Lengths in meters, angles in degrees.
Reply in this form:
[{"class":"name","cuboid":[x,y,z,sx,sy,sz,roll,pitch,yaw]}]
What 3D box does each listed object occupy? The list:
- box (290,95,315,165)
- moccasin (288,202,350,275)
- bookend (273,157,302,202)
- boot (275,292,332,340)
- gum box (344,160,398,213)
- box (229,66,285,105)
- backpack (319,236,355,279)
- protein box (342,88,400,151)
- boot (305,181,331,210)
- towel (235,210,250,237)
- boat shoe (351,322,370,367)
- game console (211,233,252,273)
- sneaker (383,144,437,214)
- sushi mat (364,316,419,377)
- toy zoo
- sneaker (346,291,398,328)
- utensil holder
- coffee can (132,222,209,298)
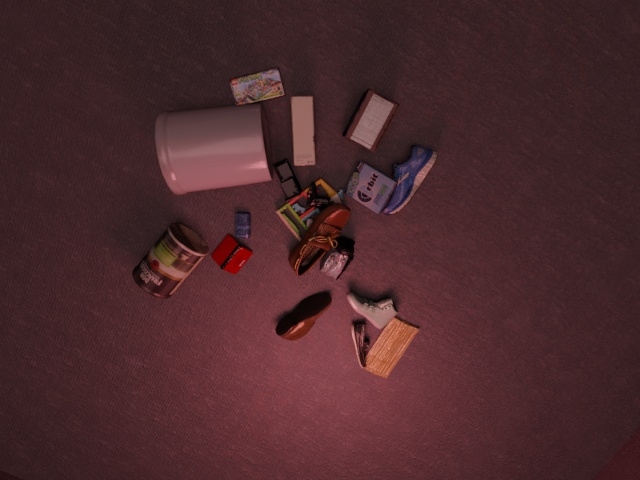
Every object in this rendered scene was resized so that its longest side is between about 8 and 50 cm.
[{"class":"box","cuboid":[-0.069,-0.452,1.752,0.094,0.113,0.274,-1,107,0]},{"class":"moccasin","cuboid":[-0.002,-0.001,1.822,0.139,0.146,0.380,30,113,-37]},{"class":"bookend","cuboid":[-0.144,-0.255,1.782,0.073,0.157,0.156,-24,105,6]},{"class":"boot","cuboid":[-0.061,0.362,1.999,0.305,0.112,0.115,-37,132,5]},{"class":"gum box","cuboid":[0.212,-0.226,1.795,0.184,0.041,0.156,36,114,21]},{"class":"box","cuboid":[-0.259,-0.629,1.742,0.207,0.036,0.113,-13,105,4]},{"class":"backpack","cuboid":[0.075,0.081,1.891,0.115,0.152,0.181,28,116,-2]},{"class":"protein box","cuboid":[0.195,-0.478,1.695,0.136,0.199,0.201,27,104,-7]},{"class":"boot","cuboid":[-0.005,-0.186,1.816,0.099,0.045,0.121,11,115,-3]},{"class":"towel","cuboid":[-0.347,-0.069,1.900,0.067,0.029,0.119,3,105,-1]},{"class":"boat shoe","cuboid":[0.201,0.504,2.027,0.079,0.084,0.232,-9,102,3]},{"class":"game console","cuboid":[-0.406,0.064,1.945,0.124,0.085,0.144,30,106,-40]},{"class":"sneaker","cuboid":[0.354,-0.257,1.811,0.147,0.130,0.329,32,100,7]},{"class":"sushi mat","cuboid":[0.334,0.522,2.063,0.152,0.019,0.316,28,104,-8]},{"class":"toy zoo","cuboid":[-0.023,-0.141,1.871,0.293,0.030,0.192,-36,106,10]},{"class":"sneaker","cuboid":[0.245,0.286,1.959,0.256,0.094,0.151,40,108,-20]},{"class":"utensil holder","cuboid":[-0.399,-0.364,1.674,0.387,0.327,0.326,-7,105,-1]},{"class":"coffee can","cuboid":[-0.654,0.088,1.857,0.202,0.201,0.275,40,101,-10]}]
